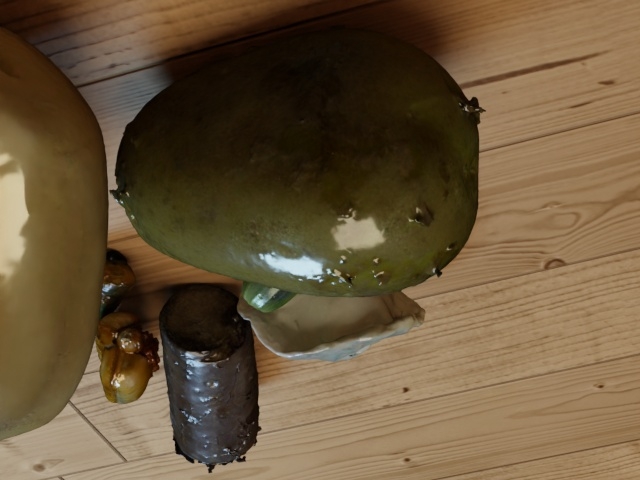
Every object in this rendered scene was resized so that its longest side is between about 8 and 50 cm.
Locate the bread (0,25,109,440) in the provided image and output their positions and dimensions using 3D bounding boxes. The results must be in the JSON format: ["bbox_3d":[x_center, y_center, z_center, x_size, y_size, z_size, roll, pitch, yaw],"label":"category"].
[{"bbox_3d":[-0.364,-0.019,1.206,0.348,0.253,0.376,6,109,3],"label":"bread"}]

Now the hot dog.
[{"bbox_3d":[-0.232,0.146,1.607,0.076,0.102,0.249,-5,166,-9],"label":"hot dog"}]

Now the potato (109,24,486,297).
[{"bbox_3d":[-0.023,-0.080,1.265,0.359,0.269,0.219,7,145,26],"label":"potato"}]

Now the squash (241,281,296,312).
[{"bbox_3d":[0.000,0.000,1.481,0.229,0.066,0.066,-41,131,22],"label":"squash"}]

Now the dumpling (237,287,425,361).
[{"bbox_3d":[0.015,0.091,1.565,0.229,0.151,0.124,-1,116,-3],"label":"dumpling"}]

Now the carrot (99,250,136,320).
[{"bbox_3d":[-0.309,0.100,1.609,0.070,0.070,0.260,21,135,-30],"label":"carrot"}]

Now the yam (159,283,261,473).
[{"bbox_3d":[-0.137,0.178,1.680,0.131,0.131,0.279,-2,141,-3],"label":"yam"}]
